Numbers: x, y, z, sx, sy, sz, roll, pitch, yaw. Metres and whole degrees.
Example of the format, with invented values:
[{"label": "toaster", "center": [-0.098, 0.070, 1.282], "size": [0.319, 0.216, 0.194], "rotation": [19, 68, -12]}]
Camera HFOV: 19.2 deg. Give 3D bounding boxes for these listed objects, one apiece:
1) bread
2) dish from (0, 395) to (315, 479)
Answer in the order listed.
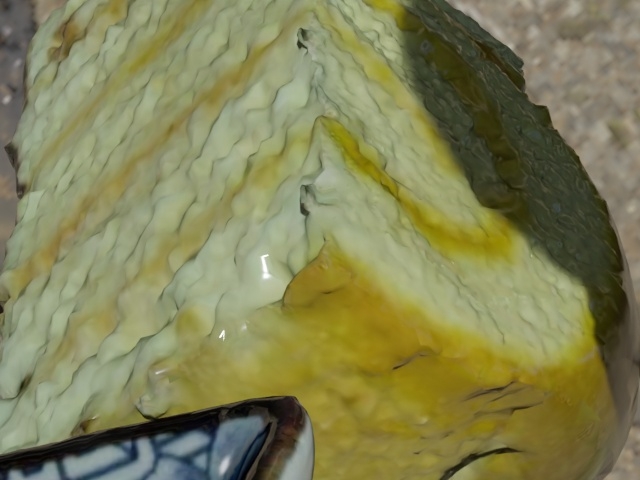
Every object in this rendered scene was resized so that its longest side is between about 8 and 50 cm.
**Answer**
[{"label": "bread", "center": [0.003, -0.003, 0.955], "size": [0.264, 0.239, 0.395], "rotation": [31, 31, -27]}, {"label": "dish", "center": [-0.117, 0.126, 0.376], "size": [0.080, 0.243, 0.182], "rotation": [67, 26, -18]}]
